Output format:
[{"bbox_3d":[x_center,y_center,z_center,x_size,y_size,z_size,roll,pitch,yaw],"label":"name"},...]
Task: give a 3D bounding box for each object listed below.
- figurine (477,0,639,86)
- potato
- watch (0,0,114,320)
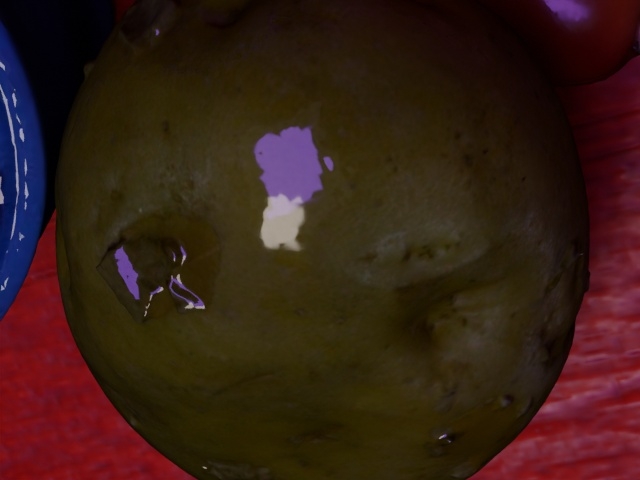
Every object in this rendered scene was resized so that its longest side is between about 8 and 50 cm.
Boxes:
[{"bbox_3d":[0.108,-0.081,0.630,0.140,0.068,0.075,6,112,24],"label":"figurine"},{"bbox_3d":[0.000,0.000,0.641,0.186,0.148,0.253,6,148,-11],"label":"potato"},{"bbox_3d":[-0.238,-0.043,0.689,0.274,0.241,0.305,31,120,-12],"label":"watch"}]
